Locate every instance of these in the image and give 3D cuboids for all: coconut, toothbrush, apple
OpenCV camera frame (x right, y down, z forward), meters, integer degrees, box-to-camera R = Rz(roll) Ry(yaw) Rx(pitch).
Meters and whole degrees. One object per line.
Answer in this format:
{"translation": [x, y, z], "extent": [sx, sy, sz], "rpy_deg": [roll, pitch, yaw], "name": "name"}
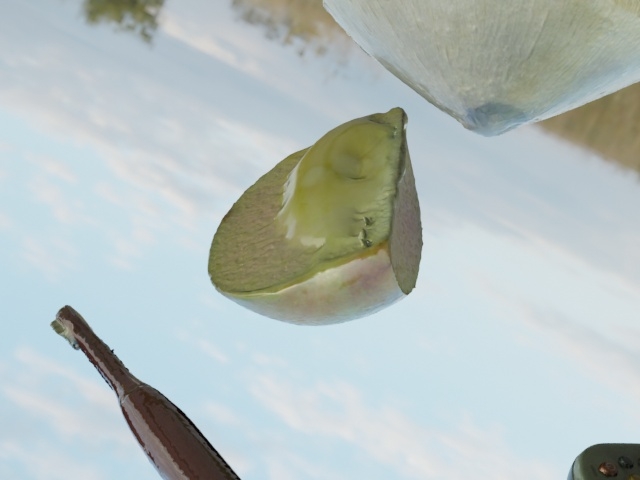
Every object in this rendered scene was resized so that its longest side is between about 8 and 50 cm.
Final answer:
{"translation": [0.118, -0.191, 0.991], "extent": [0.245, 0.247, 0.245], "rpy_deg": [12, 168, 3], "name": "coconut"}
{"translation": [-0.084, 0.131, 0.959], "extent": [0.041, 0.041, 0.364], "rpy_deg": [19, -165, -41], "name": "toothbrush"}
{"translation": [0.000, 0.000, 1.422], "extent": [0.265, 0.193, 0.120], "rpy_deg": [-81, -31, -58], "name": "apple"}

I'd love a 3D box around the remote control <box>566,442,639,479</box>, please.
{"translation": [0.231, 0.153, 0.877], "extent": [0.222, 0.042, 0.072], "rpy_deg": [10, -138, -30], "name": "remote control"}
